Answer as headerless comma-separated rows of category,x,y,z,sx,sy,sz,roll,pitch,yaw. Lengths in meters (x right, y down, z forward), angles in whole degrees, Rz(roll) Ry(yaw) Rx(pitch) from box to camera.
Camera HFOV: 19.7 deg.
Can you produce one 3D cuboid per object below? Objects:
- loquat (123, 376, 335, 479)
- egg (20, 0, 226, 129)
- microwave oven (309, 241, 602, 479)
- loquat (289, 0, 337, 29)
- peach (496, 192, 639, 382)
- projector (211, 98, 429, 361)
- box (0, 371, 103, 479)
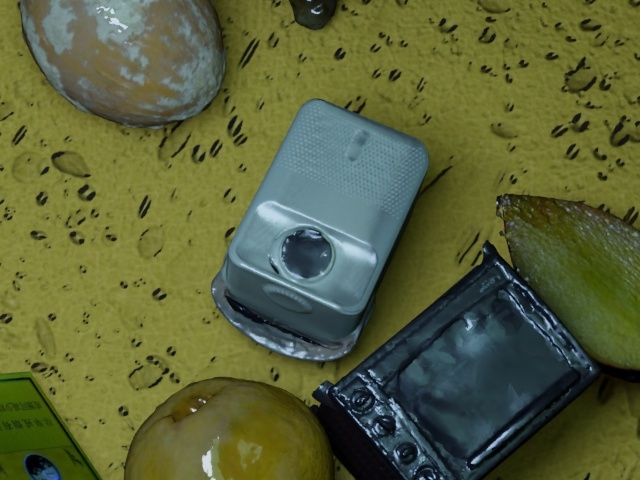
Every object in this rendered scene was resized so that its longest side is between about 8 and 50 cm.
loquat,-0.090,0.236,1.816,0.208,0.208,0.208,2,71,-5
egg,-0.209,-0.227,1.960,0.245,0.203,0.203,44,73,3
microwave oven,0.132,0.155,1.870,0.247,0.188,0.178,-39,79,-15
loquat,-0.031,-0.397,1.992,0.328,0.359,0.328,-9,30,5
peach,0.282,0.055,1.956,0.279,0.068,0.189,40,48,0
projector,0.000,0.000,1.916,0.163,0.177,0.242,25,72,5
box,-0.297,0.228,1.805,0.141,0.064,0.220,1,44,-49
